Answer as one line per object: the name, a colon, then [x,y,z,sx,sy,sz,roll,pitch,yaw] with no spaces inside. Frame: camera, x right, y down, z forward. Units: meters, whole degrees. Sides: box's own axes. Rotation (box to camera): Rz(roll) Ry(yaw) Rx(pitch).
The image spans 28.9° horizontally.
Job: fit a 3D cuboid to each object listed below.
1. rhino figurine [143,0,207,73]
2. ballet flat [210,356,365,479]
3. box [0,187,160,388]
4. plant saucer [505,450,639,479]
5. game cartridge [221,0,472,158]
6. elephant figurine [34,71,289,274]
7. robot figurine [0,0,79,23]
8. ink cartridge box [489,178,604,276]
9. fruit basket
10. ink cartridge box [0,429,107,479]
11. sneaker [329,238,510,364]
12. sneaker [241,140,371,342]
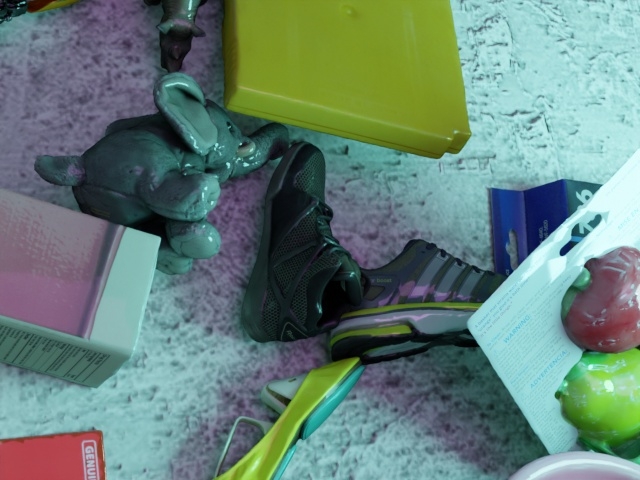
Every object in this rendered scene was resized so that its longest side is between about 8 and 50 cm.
rhino figurine: [-0.157,-0.288,1.380,0.073,0.106,0.243,10,69,-20]
ballet flat: [-0.043,0.192,1.286,0.077,0.077,0.231,34,63,9]
box: [-0.291,0.040,1.184,0.232,0.148,0.126,18,65,-18]
plant saucer: [0.288,0.365,1.200,0.332,0.084,0.332,15,44,-15]
game cartridge: [0.024,-0.245,1.424,0.285,0.052,0.323,12,52,-19]
elephant figurine: [-0.153,-0.093,1.308,0.170,0.186,0.239,2,48,19]
robot figurine: [-0.343,-0.322,1.325,0.291,0.085,0.211,-21,81,-28]
ink cartridge box: [0.370,0.019,1.528,0.333,0.065,0.165,5,71,-21]
fruit basket: [0.330,0.086,1.350,0.327,0.165,0.353,-44,121,-11]
ink cartridge box: [-0.300,0.311,1.139,0.239,0.060,0.275,-2,73,-23]
sneaker: [0.145,0.053,1.384,0.300,0.111,0.121,-6,69,-20]
sneaker: [0.000,0.000,1.328,0.087,0.130,0.227,43,52,-52]
